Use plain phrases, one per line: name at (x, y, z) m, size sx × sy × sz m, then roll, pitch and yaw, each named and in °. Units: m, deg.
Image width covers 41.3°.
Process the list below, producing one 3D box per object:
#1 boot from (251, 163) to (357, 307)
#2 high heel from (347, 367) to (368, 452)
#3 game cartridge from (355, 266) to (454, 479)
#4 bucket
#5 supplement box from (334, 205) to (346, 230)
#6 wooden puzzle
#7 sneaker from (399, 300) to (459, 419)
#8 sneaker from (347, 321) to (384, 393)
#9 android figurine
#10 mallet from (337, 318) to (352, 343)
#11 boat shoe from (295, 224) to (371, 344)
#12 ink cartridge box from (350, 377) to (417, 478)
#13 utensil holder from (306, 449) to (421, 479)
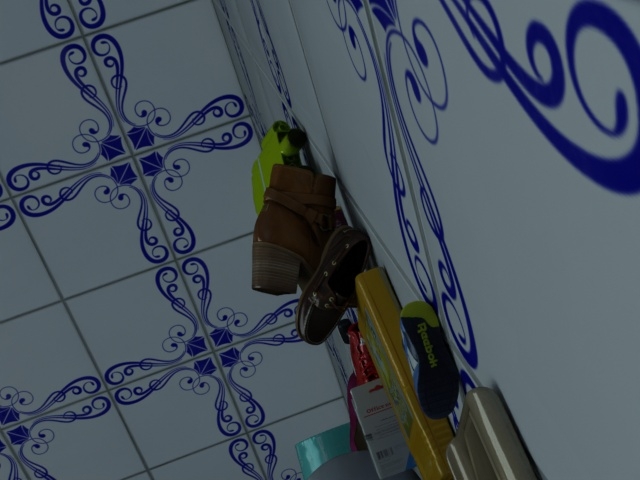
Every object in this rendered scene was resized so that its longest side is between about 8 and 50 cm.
boot at (0.000, 0.000, 1.479) m, size 0.109 × 0.283 × 0.220 m, roll -8°, pitch 70°, yaw 52°
high heel at (0.119, 0.443, 1.870) m, size 0.181 × 0.127 × 0.377 m, roll -91°, pitch -13°, yaw -70°
game cartridge at (0.135, 0.235, 1.354) m, size 0.285 × 0.053 × 0.323 m, roll 81°, pitch 170°, yaw -67°
bucket at (0.075, 0.575, 2.197) m, size 0.281 × 0.281 × 0.183 m, roll 87°, pitch 164°, yaw -74°
supplement box at (0.030, -0.014, 1.573) m, size 0.055 × 0.043 × 0.083 m, roll 84°, pitch 166°, yaw -74°
wooden puzzle at (0.200, 0.282, 0.889) m, size 0.238 × 0.044 × 0.221 m, roll 89°, pitch 161°, yaw -63°
sneaker at (0.130, 0.143, 1.029) m, size 0.059 × 0.053 × 0.144 m, roll 134°, pitch 125°, yaw -84°
sneaker at (0.093, 0.250, 1.698) m, size 0.221 × 0.087 × 0.128 m, roll -118°, pitch 8°, yaw -53°
android figurine at (-0.082, -0.120, 1.793) m, size 0.273 × 0.056 × 0.248 m, roll 131°, pitch 129°, yaw -60°
mallet at (0.086, 0.250, 2.124) m, size 0.190 × 0.039 × 0.062 m, roll -138°, pitch 25°, yaw -72°
boat shoe at (0.021, 0.077, 1.368) m, size 0.073 × 0.073 × 0.207 m, roll 34°, pitch 107°, yaw 58°
ink cartridge box at (0.124, 0.328, 1.548) m, size 0.060 × 0.104 × 0.180 m, roll -133°, pitch 24°, yaw -81°
utensil holder at (0.109, 0.627, 1.654) m, size 0.385 × 0.328 × 0.327 m, roll -120°, pitch 11°, yaw -76°
